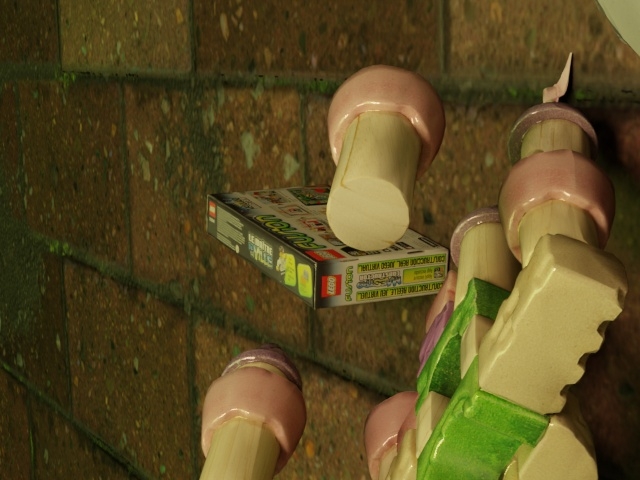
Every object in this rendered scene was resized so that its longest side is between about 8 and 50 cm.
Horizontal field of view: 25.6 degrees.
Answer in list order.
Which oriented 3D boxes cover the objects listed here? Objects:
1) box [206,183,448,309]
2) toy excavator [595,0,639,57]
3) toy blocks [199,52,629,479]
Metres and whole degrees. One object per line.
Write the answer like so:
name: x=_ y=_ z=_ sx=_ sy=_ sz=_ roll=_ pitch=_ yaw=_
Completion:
box: x=0.000 y=0.000 z=1.115 sx=0.207 sy=0.114 sz=0.036 roll=32 pitch=124 yaw=59
toy excavator: x=0.195 y=-0.133 z=0.309 sx=0.433 sy=0.222 sz=0.445 roll=61 pitch=-175 yaw=38
toy blocks: x=0.110 y=0.063 z=0.849 sx=0.260 sy=0.309 sz=0.289 roll=-76 pitch=9 yaw=-62
